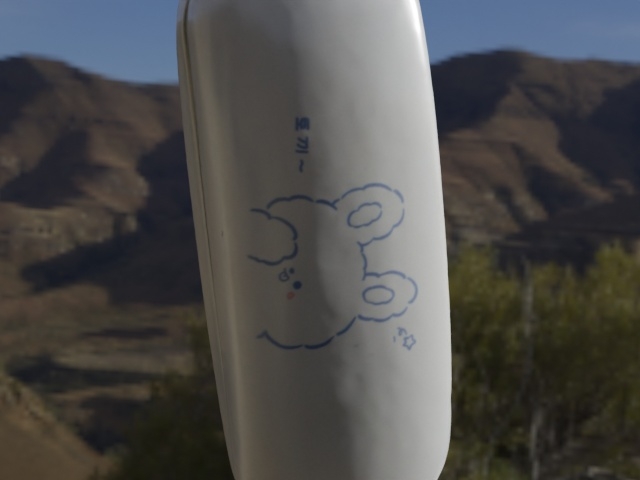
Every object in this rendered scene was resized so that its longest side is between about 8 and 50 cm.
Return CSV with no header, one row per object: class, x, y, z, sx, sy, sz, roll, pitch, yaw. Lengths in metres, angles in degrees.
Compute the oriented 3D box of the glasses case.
glasses case,0.000,0.000,0.549,0.092,0.233,0.059,-9,15,-21
